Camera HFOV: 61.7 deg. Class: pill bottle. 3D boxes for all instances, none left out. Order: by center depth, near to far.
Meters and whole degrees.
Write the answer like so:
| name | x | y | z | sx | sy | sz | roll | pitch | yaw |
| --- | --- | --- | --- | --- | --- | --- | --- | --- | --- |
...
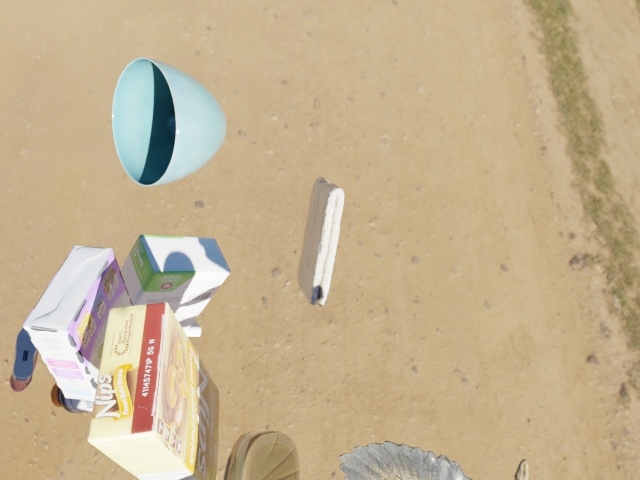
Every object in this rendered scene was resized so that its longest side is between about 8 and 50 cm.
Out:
| name | x | y | z | sx | sy | sz | roll | pitch | yaw |
| --- | --- | --- | --- | --- | --- | --- | --- | --- | --- |
| pill bottle | -0.735 | 0.482 | 1.715 | 0.245 | 0.130 | 0.131 | -9 | 58 | 17 |

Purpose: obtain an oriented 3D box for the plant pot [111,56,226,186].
| name | x | y | z | sx | sy | sz | roll | pitch | yaw |
| --- | --- | --- | --- | --- | --- | --- | --- | --- | --- |
| plant pot | -0.346 | -0.281 | 1.304 | 0.195 | 0.290 | 0.290 | -10 | 66 | -46 |

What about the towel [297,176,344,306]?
| name | x | y | z | sx | sy | sz | roll | pitch | yaw |
| --- | --- | --- | --- | --- | --- | --- | --- | --- | --- |
| towel | 0.000 | 0.000 | 1.258 | 0.049 | 0.187 | 0.283 | 7 | 102 | -15 |

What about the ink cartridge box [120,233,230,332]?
| name | x | y | z | sx | sy | sz | roll | pitch | yaw |
| --- | --- | --- | --- | --- | --- | --- | --- | --- | --- |
| ink cartridge box | -0.370 | 0.119 | 1.256 | 0.198 | 0.273 | 0.115 | 3 | 46 | -46 |

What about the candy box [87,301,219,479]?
| name | x | y | z | sx | sy | sz | roll | pitch | yaw |
| --- | --- | --- | --- | --- | --- | --- | --- | --- | --- |
| candy box | -0.227 | 0.252 | 0.796 | 0.087 | 0.317 | 0.183 | -7 | 52 | 1 |

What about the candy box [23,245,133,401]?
| name | x | y | z | sx | sy | sz | roll | pitch | yaw |
| --- | --- | --- | --- | --- | --- | --- | --- | --- | --- |
| candy box | -0.372 | 0.136 | 0.862 | 0.070 | 0.196 | 0.165 | 6 | 44 | 4 |

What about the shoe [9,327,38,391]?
| name | x | y | z | sx | sy | sz | roll | pitch | yaw |
| --- | --- | --- | --- | --- | --- | --- | --- | --- | --- |
| shoe | -0.806 | 0.319 | 1.462 | 0.063 | 0.081 | 0.178 | 15 | 40 | -28 |

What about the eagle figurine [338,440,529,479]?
| name | x | y | z | sx | sy | sz | roll | pitch | yaw |
| --- | --- | --- | --- | --- | --- | --- | --- | --- | --- |
| eagle figurine | 0.157 | 0.388 | 0.646 | 0.298 | 0.225 | 0.226 | 21 | 32 | -31 |

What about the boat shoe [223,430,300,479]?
| name | x | y | z | sx | sy | sz | roll | pitch | yaw |
| --- | --- | --- | --- | --- | --- | --- | --- | --- | --- |
| boat shoe | -0.091 | 0.400 | 0.677 | 0.109 | 0.098 | 0.303 | 15 | 67 | -29 |

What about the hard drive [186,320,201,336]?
| name | x | y | z | sx | sy | sz | roll | pitch | yaw |
| --- | --- | --- | --- | --- | --- | --- | --- | --- | --- |
| hard drive | -0.615 | 0.295 | 1.959 | 0.307 | 0.203 | 0.040 | 6 | 102 | -33 |
